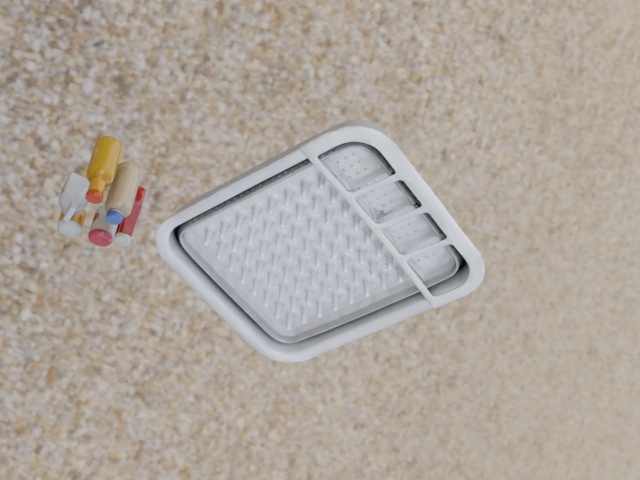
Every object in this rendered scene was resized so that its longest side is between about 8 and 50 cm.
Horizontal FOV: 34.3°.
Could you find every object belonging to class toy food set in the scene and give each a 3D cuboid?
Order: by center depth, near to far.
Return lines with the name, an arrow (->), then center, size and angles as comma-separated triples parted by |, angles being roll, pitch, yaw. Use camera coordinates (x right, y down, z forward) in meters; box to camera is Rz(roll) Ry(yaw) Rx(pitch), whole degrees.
toy food set -> -0.332, -0.043, 1.550 | 0.232, 0.111, 0.105 | -42, -149, 47

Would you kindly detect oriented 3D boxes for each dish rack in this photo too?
dish rack -> 0.000, 0.000, 1.254 | 0.285, 0.332, 0.072 | 48, 30, -31
